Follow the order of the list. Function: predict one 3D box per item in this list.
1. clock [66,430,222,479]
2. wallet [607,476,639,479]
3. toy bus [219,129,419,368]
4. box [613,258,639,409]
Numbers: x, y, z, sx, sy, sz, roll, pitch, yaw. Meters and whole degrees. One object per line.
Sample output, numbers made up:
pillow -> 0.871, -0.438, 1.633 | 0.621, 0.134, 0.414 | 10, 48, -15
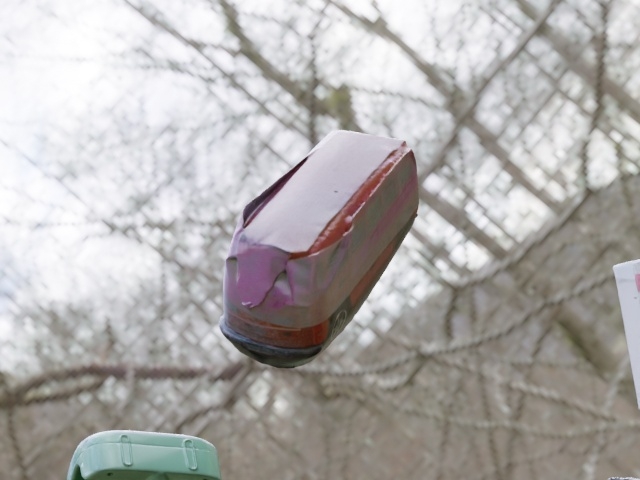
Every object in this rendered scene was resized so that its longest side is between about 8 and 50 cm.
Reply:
clock -> -0.207, 0.296, 1.719 | 0.159, 0.066, 0.211 | 6, -47, -21
wallet -> 0.299, 0.318, 1.270 | 0.052, 0.245, 0.168 | -7, 2, -26
toy bus -> 0.000, 0.000, 1.673 | 0.302, 0.128, 0.147 | -48, -33, -50
box -> 0.341, 0.095, 1.399 | 0.081, 0.135, 0.199 | -15, -20, 25
